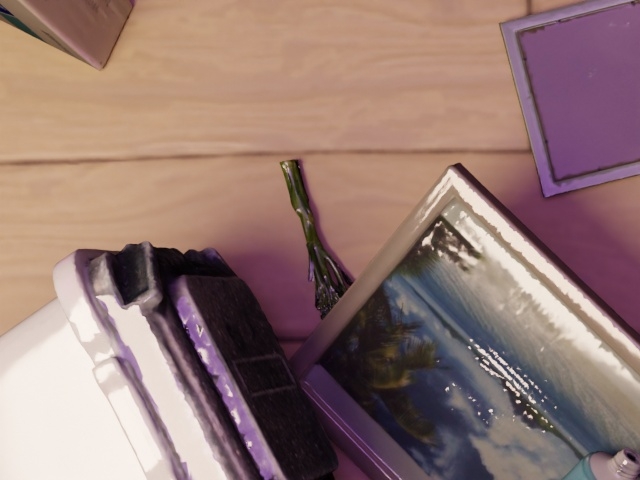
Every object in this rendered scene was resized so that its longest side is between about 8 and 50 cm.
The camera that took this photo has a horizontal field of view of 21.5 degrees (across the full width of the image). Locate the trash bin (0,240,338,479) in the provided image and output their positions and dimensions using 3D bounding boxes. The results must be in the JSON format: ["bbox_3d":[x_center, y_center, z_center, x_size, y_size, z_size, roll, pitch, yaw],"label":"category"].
[{"bbox_3d":[-0.182,0.200,1.178,0.367,0.256,0.296,-30,83,10],"label":"trash bin"}]

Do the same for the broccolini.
[{"bbox_3d":[0.000,0.000,1.284,0.035,0.030,0.140,-15,75,-3],"label":"broccolini"}]

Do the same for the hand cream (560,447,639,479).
[{"bbox_3d":[0.156,0.225,1.170,0.083,0.048,0.224,39,121,15],"label":"hand cream"}]

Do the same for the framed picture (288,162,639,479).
[{"bbox_3d":[0.138,0.132,1.192,0.315,0.024,0.232,44,117,12],"label":"framed picture"}]

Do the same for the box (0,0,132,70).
[{"bbox_3d":[-0.269,-0.227,1.191,0.200,0.343,0.065,28,87,11],"label":"box"}]

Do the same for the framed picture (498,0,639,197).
[{"bbox_3d":[0.240,-0.120,1.272,0.183,0.011,0.142,-14,80,6],"label":"framed picture"}]
